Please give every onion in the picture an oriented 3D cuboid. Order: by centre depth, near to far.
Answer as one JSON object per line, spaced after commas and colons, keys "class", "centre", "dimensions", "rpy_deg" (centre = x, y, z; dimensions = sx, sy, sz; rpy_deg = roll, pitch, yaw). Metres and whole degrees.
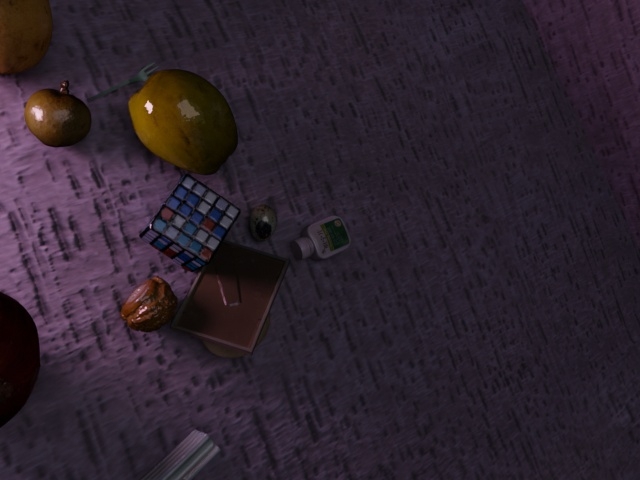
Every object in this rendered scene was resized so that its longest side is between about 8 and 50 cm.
{"class": "onion", "centre": [-0.763, 0.247, 1.194], "dimensions": [0.341, 0.341, 0.341], "rpy_deg": [6, 76, -26]}

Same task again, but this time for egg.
{"class": "egg", "centre": [-0.172, -0.052, 1.688], "dimensions": [0.085, 0.085, 0.110], "rpy_deg": [14, 80, -24]}

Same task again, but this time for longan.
{"class": "longan", "centre": [-0.671, -0.326, 1.454], "dimensions": [0.155, 0.145, 0.176], "rpy_deg": [16, 97, -39]}

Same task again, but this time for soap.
{"class": "soap", "centre": [-0.360, 0.576, 1.434], "dimensions": [0.198, 0.119, 0.066], "rpy_deg": [-40, 98, -28]}

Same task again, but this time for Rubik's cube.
{"class": "Rubik's cube", "centre": [-0.356, -0.043, 1.536], "dimensions": [0.182, 0.187, 0.184], "rpy_deg": [35, 68, -17]}

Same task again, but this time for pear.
{"class": "pear", "centre": [-0.806, -0.551, 1.355], "dimensions": [0.314, 0.314, 0.314], "rpy_deg": [6, 76, -26]}
{"class": "pear", "centre": [-0.369, -0.324, 1.561], "dimensions": [0.307, 0.253, 0.253], "rpy_deg": [46, 63, -19]}

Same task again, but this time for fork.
{"class": "fork", "centre": [-0.563, -0.447, 1.613], "dimensions": [0.235, 0.021, 0.039], "rpy_deg": [-37, 93, -27]}

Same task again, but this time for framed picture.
{"class": "framed picture", "centre": [-0.240, 0.143, 1.546], "dimensions": [0.232, 0.024, 0.315], "rpy_deg": [17, 54, 6]}

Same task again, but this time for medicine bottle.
{"class": "medicine bottle", "centre": [0.000, 0.000, 1.775], "dimensions": [0.183, 0.069, 0.119], "rpy_deg": [-23, 92, -28]}

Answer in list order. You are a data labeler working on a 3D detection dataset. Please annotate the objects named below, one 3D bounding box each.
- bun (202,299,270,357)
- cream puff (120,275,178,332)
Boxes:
{"class": "bun", "centre": [-0.233, 0.218, 1.574], "dimensions": [0.222, 0.127, 0.222], "rpy_deg": [5, 79, -24]}
{"class": "cream puff", "centre": [-0.438, 0.172, 1.467], "dimensions": [0.115, 0.150, 0.165], "rpy_deg": [50, 24, -21]}
